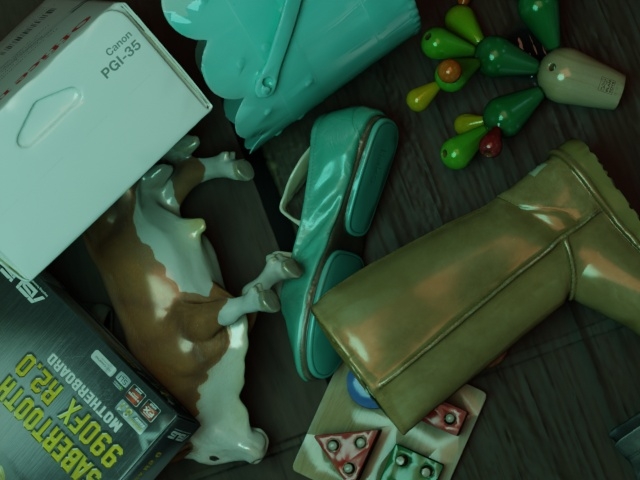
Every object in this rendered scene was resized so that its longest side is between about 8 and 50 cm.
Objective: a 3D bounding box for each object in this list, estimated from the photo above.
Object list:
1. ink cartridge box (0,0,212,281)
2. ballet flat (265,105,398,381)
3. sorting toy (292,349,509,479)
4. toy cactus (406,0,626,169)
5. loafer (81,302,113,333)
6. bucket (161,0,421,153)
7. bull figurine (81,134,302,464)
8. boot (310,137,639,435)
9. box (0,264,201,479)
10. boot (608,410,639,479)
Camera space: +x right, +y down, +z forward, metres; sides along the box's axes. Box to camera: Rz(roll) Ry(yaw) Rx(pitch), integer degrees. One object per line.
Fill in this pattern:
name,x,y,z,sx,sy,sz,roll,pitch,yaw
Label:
ink cartridge box,-0.232,-0.092,1.302,0.207,0.283,0.117,-44,111,-8
ballet flat,0.000,0.000,1.394,0.087,0.083,0.247,11,85,33
sorting toy,0.055,0.175,1.374,0.132,0.046,0.274,24,88,10
toy cactus,0.178,-0.161,1.377,0.180,0.112,0.219,16,77,-1
loafer,-0.203,0.183,1.386,0.084,0.096,0.267,-13,80,0
bucket,-0.053,-0.234,1.331,0.183,0.281,0.281,-32,80,0
bull figurine,-0.115,0.043,1.363,0.188,0.101,0.310,-39,73,29
boot,0.166,0.075,1.326,0.269,0.089,0.236,-35,81,-7
box,-0.242,0.144,1.323,0.231,0.056,0.183,43,91,24
boot,0.413,0.183,1.261,0.338,0.118,0.222,-21,81,18
